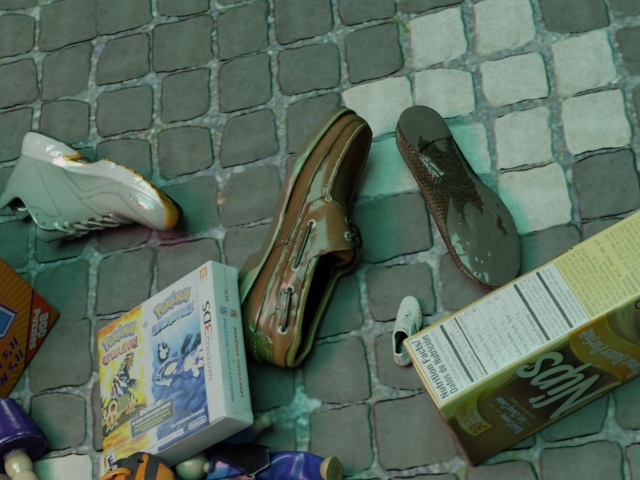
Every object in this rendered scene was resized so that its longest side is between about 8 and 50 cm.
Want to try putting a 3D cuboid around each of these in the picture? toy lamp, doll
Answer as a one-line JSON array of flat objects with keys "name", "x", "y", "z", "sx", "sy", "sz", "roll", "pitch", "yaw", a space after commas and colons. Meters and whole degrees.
[{"name": "toy lamp", "x": -0.311, "y": 0.294, "z": 1.478, "sx": 0.080, "sy": 0.080, "sz": 0.275, "roll": -32, "pitch": 61, "yaw": 0}, {"name": "doll", "x": -0.070, "y": 0.249, "z": 1.441, "sx": 0.189, "sy": 0.046, "sz": 0.129, "roll": 3, "pitch": 72, "yaw": 26}]

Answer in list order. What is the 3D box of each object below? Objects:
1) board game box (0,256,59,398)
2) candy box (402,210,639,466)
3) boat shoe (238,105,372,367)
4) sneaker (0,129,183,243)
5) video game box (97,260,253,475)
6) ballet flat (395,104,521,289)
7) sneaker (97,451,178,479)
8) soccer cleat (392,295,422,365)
[{"name": "board game box", "x": -0.590, "y": 0.095, "z": 1.505, "sx": 0.356, "sy": 0.356, "sz": 0.356, "roll": 22, "pitch": 72, "yaw": 26}, {"name": "candy box", "x": 0.254, "y": 0.091, "z": 1.341, "sx": 0.316, "sy": 0.183, "sz": 0.088, "roll": -30, "pitch": 58, "yaw": 1}, {"name": "boat shoe", "x": 0.000, "y": 0.000, "z": 1.520, "sx": 0.104, "sy": 0.110, "sz": 0.307, "roll": 22, "pitch": 83, "yaw": 27}, {"name": "sneaker", "x": -0.283, "y": -0.039, "z": 1.642, "sx": 0.262, "sy": 0.099, "sz": 0.121, "roll": 20, "pitch": 78, "yaw": 34}, {"name": "video game box", "x": -0.164, "y": 0.147, "z": 1.474, "sx": 0.205, "sy": 0.048, "sz": 0.187, "roll": -32, "pitch": 51, "yaw": 34}, {"name": "ballet flat", "x": 0.152, "y": -0.045, "z": 1.526, "sx": 0.084, "sy": 0.058, "sz": 0.250, "roll": -19, "pitch": 63, "yaw": -18}, {"name": "sneaker", "x": -0.266, "y": 0.288, "z": 1.380, "sx": 0.321, "sy": 0.125, "sz": 0.180, "roll": 28, "pitch": 40, "yaw": -12}, {"name": "soccer cleat", "x": 0.094, "y": 0.097, "z": 1.475, "sx": 0.029, "sy": 0.036, "sz": 0.083, "roll": 2, "pitch": 64, "yaw": 19}]
